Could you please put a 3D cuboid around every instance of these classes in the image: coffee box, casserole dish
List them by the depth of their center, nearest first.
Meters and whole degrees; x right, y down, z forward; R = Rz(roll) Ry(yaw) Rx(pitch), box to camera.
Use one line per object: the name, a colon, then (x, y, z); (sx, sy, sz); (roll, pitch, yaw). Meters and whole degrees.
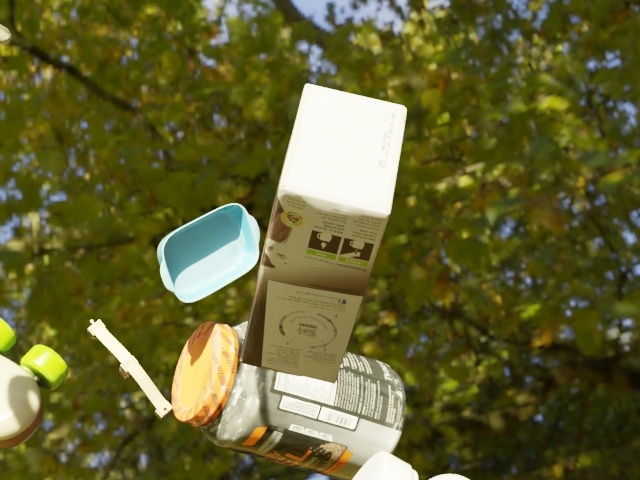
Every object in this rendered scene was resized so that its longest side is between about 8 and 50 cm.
coffee box: (0.000, 0.000, 1.385); (0.119, 0.168, 0.297); (13, -44, -1)
casserole dish: (-0.172, 0.017, 1.880); (0.188, 0.114, 0.037); (-31, 22, -36)

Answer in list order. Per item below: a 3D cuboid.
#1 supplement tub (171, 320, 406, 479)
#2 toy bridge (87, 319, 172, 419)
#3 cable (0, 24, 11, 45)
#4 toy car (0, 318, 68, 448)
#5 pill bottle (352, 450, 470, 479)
supplement tub: (-0.051, 0.252, 1.996); (0.338, 0.207, 0.207); (20, -46, -25)
toy bridge: (-0.297, 0.196, 1.941); (0.026, 0.188, 0.063); (-39, -6, -19)
cable: (-0.348, -0.223, 0.884); (0.287, 0.139, 0.072); (41, -64, -6)
toy car: (-0.379, 0.208, 1.439); (0.149, 0.155, 0.188); (28, -33, 17)
pill bottle: (0.112, 0.244, 0.895); (0.216, 0.121, 0.121); (33, -47, -6)
